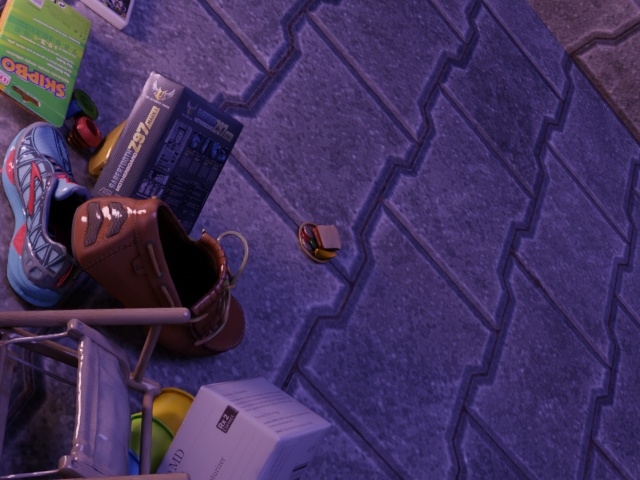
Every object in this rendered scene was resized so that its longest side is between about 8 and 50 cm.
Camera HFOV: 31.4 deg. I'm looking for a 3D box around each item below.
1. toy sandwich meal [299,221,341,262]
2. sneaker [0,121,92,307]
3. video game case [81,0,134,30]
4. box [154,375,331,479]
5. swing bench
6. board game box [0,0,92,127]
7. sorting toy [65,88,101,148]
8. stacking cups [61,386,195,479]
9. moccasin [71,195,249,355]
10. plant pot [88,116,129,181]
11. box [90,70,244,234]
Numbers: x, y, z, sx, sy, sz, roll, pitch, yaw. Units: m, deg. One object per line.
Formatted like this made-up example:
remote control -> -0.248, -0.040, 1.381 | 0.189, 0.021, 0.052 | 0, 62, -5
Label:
toy sandwich meal -> 0.000, 0.000, 1.904 | 0.085, 0.029, 0.085 | 31, 43, -33
sneaker -> -0.329, -0.049, 1.452 | 0.104, 0.125, 0.262 | 18, 51, -44
video game case -> -0.369, -0.444, 1.801 | 0.190, 0.022, 0.173 | 36, 40, -30
box -> -0.101, 0.274, 1.374 | 0.119, 0.181, 0.182 | 31, 8, 19
swing bench -> -0.280, 0.188, 1.220 | 0.254, 0.165, 0.253 | 12, 41, -16
board game box -> -0.397, -0.263, 1.596 | 0.124, 0.039, 0.259 | 36, 32, -28
sorting toy -> -0.345, -0.169, 1.610 | 0.061, 0.042, 0.102 | 42, 23, -48
stacking cups -> -0.245, 0.289, 1.325 | 0.096, 0.096, 0.316 | 54, 36, -5
moccasin -> -0.173, 0.047, 1.471 | 0.380, 0.147, 0.139 | 60, 26, -54
plant pot -> -0.278, -0.110, 1.607 | 0.081, 0.081, 0.083 | 47, 42, -15
box -> -0.202, -0.112, 1.551 | 0.059, 0.183, 0.232 | 28, 2, 16
